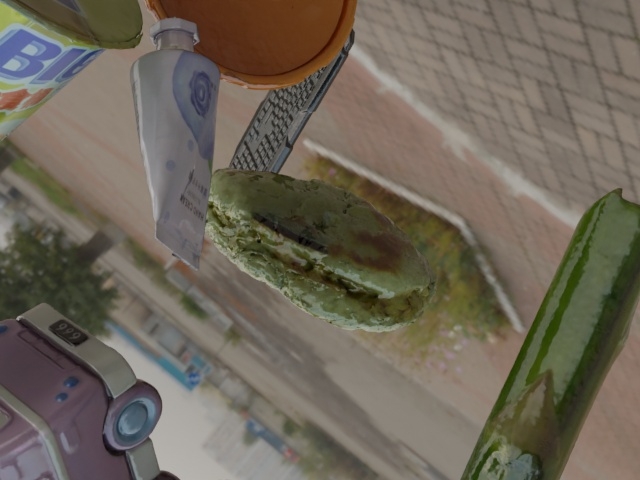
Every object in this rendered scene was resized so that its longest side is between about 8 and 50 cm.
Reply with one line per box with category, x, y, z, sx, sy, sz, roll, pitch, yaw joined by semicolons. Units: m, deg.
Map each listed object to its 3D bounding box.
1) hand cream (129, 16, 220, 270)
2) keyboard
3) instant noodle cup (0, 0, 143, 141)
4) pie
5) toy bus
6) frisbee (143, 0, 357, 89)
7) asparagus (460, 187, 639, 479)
hand cream;-0.082;-0.060;0.572;0.053;0.142;0.084;-8;165;8
keyboard;-0.040;-0.159;1.159;0.016;0.262;0.106;10;-144;-34
instant noodle cup;-0.214;-0.125;0.514;0.205;0.153;0.205;40;-158;-20
pie;0.000;0.000;0.940;0.247;0.090;0.201;23;-158;-6
toy bus;-0.199;0.167;0.720;0.142;0.142;0.203;22;134;37
frisbee;-0.058;-0.214;0.790;0.192;0.192;0.035;43;160;-17
asparagus;0.143;0.102;0.627;0.067;0.278;0.060;26;179;-43
